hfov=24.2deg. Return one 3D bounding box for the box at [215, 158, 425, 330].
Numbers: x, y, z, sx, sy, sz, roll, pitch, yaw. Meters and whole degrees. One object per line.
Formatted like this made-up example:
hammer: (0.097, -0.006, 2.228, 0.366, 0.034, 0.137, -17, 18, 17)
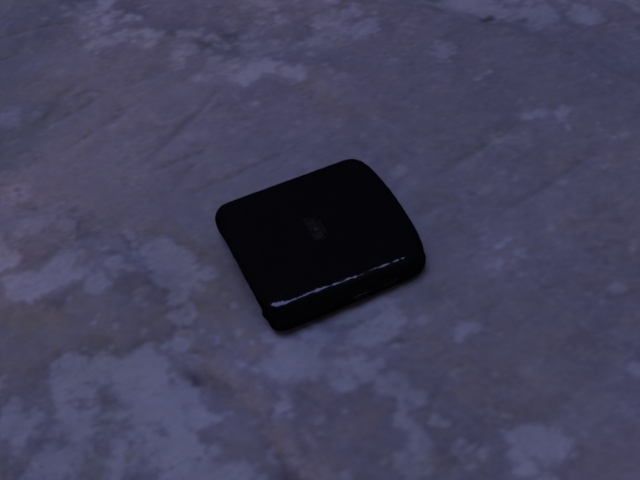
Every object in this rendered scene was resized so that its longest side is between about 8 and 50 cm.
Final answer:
box: (0.000, 0.000, 1.051, 0.125, 0.027, 0.126, -21, 44, -10)
